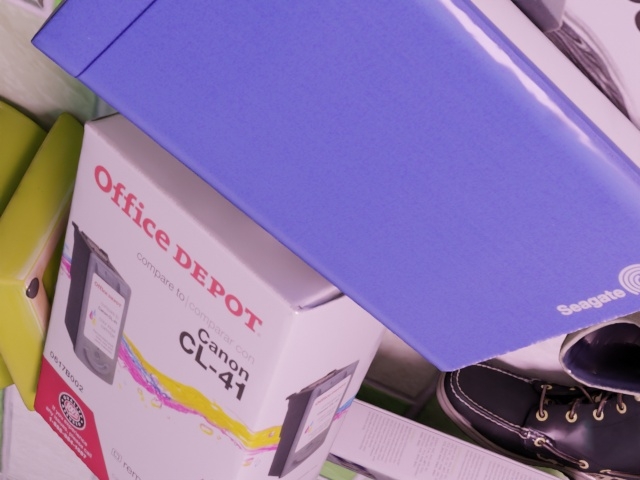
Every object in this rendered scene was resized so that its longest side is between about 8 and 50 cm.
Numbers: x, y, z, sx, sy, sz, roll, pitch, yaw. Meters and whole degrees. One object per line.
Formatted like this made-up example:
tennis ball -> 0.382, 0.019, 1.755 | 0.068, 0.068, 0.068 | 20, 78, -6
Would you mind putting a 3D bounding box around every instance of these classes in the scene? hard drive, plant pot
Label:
hard drive -> 0.029, -0.055, 0.535 | 0.318, 0.040, 0.210 | 39, 141, -21
plant pot -> -0.306, 0.009, 0.916 | 0.207, 0.228, 0.227 | 9, 140, 9

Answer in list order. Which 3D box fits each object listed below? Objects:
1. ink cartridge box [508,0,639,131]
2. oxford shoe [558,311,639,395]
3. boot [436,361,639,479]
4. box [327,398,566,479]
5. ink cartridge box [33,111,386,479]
ink cartridge box -> 0.087, -0.182, 0.522 | 0.394, 0.166, 0.285 | -9, 132, 34
oxford shoe -> 0.275, 0.064, 0.534 | 0.140, 0.146, 0.397 | 49, 167, -13
boot -> 0.238, 0.136, 0.895 | 0.236, 0.085, 0.179 | 27, 138, -4
box -> 0.088, 0.213, 0.995 | 0.321, 0.059, 0.232 | 21, 167, 12
ink cartridge box -> -0.089, 0.074, 0.783 | 0.226, 0.131, 0.306 | 40, 132, 25
